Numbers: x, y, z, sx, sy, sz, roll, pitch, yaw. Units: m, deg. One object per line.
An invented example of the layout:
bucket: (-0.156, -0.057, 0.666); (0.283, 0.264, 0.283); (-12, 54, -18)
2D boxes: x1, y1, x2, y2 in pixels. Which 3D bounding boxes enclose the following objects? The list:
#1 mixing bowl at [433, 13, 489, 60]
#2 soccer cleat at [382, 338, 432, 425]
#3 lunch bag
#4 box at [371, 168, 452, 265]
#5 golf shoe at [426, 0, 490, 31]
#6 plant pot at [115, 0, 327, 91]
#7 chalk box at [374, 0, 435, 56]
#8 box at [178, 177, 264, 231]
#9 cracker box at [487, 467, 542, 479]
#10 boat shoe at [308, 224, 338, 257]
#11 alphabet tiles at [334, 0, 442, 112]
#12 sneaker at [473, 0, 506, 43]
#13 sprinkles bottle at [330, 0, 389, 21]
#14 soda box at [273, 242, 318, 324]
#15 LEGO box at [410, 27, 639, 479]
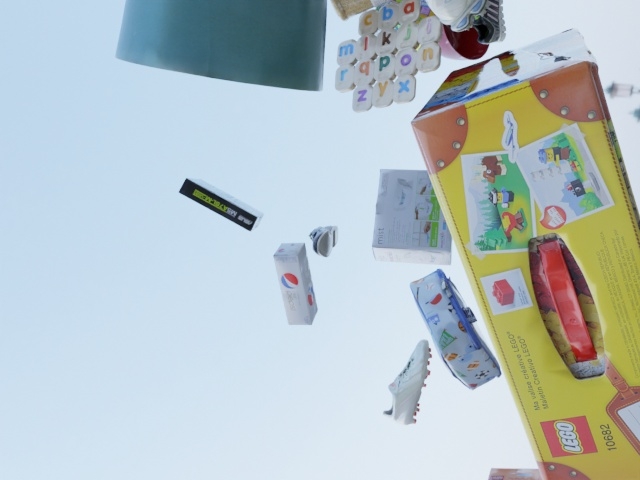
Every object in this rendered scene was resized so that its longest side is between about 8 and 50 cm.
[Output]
mixing bowl: (0.357, -0.554, 1.781); (0.181, 0.098, 0.182); (5, -99, -33)
soccer cleat: (0.184, 0.298, 1.407); (0.068, 0.076, 0.196); (-58, -19, -76)
lunch bag: (0.326, 0.210, 1.621); (0.303, 0.115, 0.243); (53, -166, -47)
box: (0.281, -0.072, 1.987); (0.127, 0.231, 0.262); (64, -150, -64)
golf shoe: (0.207, -0.363, 0.864); (0.086, 0.069, 0.176); (29, -71, -24)
plant pot: (-0.121, -0.347, 0.921); (0.293, 0.293, 0.235); (-14, -61, -57)
chalk box: (0.256, -0.660, 2.040); (0.180, 0.179, 0.289); (94, -163, -69)
box: (-0.226, -0.086, 1.564); (0.045, 0.184, 0.191); (-63, 3, 4)
cracker box: (0.455, 0.594, 1.407); (0.067, 0.155, 0.232); (-40, -65, -57)
boat shoe: (0.000, 0.000, 1.849); (0.206, 0.064, 0.075); (-42, -46, -71)
alphabet tiles: (0.162, -0.449, 1.627); (0.021, 0.284, 0.278); (24, -114, -53)
sneaker: (0.397, -0.553, 1.615); (0.074, 0.063, 0.170); (-28, -64, -19)
sprinkles bottle: (0.191, -0.649, 1.597); (0.121, 0.355, 0.121); (-19, -90, -73)
soda box: (-0.063, 0.116, 1.756); (0.074, 0.069, 0.216); (-61, -34, -58)
LEGO box: (0.321, 0.007, 0.880); (0.500, 0.193, 0.372); (67, -155, -14)
